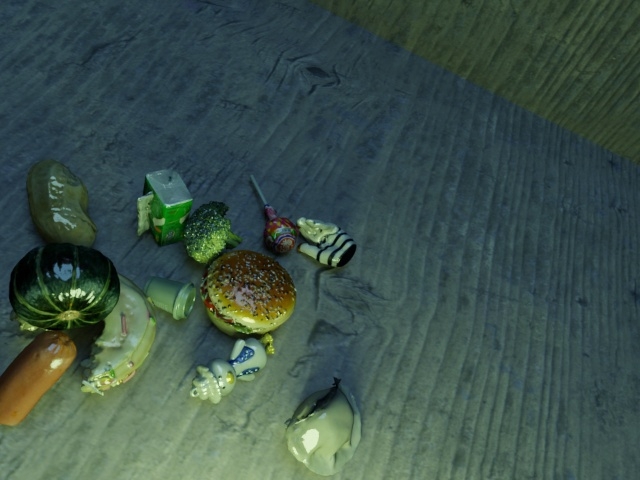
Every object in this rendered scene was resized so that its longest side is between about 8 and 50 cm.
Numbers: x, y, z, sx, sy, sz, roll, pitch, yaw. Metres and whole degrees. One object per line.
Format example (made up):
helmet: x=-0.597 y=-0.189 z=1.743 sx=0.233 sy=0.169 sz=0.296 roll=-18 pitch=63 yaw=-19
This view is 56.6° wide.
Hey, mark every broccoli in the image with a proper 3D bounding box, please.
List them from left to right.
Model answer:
broccoli: x=-0.341 y=-0.026 z=1.876 sx=0.176 sy=0.226 sz=0.198 roll=39 pitch=48 yaw=-49

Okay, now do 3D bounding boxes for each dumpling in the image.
dumpling: x=0.030 y=0.514 z=1.664 sx=0.204 sy=0.163 sz=0.293 roll=43 pitch=39 yaw=19

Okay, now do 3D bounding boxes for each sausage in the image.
sausage: x=-0.705 y=0.329 z=1.451 sx=0.113 sy=0.259 sz=0.113 roll=41 pitch=6 yaw=-6

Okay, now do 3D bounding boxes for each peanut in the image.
peanut: x=-0.802 y=-0.103 z=1.820 sx=0.174 sy=0.158 sz=0.340 roll=17 pitch=46 yaw=-50

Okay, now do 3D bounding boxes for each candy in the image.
candy: x=-0.186 y=-0.107 z=2.106 sx=0.124 sy=0.124 sz=0.365 roll=-9 pitch=51 yaw=-28

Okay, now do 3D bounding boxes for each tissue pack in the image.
tissue pack: x=-0.515 y=-0.098 z=1.889 sx=0.156 sy=0.209 sz=0.148 roll=-18 pitch=62 yaw=-32

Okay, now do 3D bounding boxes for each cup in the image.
cup: x=-0.453 y=0.167 z=1.780 sx=0.141 sy=0.120 sz=0.120 roll=15 pitch=48 yaw=8

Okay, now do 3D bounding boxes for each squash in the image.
squash: x=-0.621 y=0.116 z=1.452 sx=0.252 sy=0.252 sz=0.165 roll=-3 pitch=55 yaw=-24

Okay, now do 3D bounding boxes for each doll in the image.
doll: x=-0.248 y=0.362 z=1.697 sx=0.293 sy=0.138 sz=0.119 roll=-27 pitch=27 yaw=-38

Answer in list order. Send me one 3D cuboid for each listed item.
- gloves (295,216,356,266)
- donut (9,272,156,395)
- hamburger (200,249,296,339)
gloves: x=0.011 y=-0.005 z=2.085 sx=0.218 sy=0.140 sz=0.131 roll=38 pitch=29 yaw=27
donut: x=-0.623 y=0.225 z=1.631 sx=0.371 sy=0.150 sz=0.307 roll=39 pitch=51 yaw=9
hamburger: x=-0.220 y=0.162 z=1.827 sx=0.300 sy=0.176 sz=0.300 roll=12 pitch=49 yaw=-14
